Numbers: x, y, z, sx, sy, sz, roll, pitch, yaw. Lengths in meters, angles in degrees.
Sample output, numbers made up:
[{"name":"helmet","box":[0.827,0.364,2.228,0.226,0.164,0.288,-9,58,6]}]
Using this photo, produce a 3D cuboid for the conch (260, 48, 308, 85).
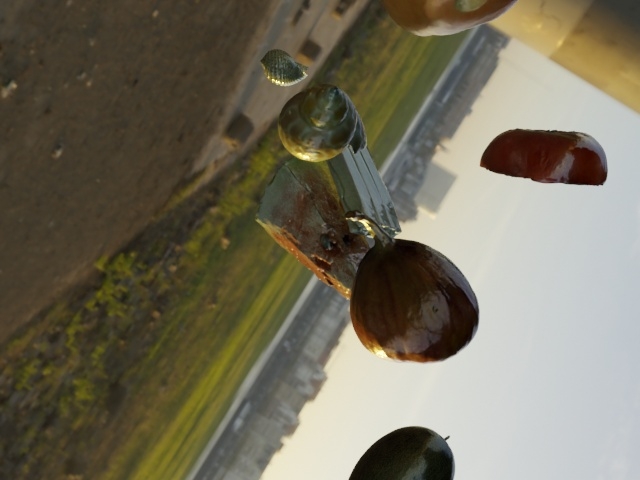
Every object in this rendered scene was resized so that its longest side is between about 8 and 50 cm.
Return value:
[{"name":"conch","box":[-0.070,-0.309,1.651,0.057,0.085,0.076,-58,178,-20]}]

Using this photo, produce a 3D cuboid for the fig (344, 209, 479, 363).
[{"name":"fig","box":[0.103,0.061,1.120,0.148,0.202,0.149,-19,166,-32]}]

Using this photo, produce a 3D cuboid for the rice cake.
[{"name":"rice cake","box":[0.053,-0.098,1.368,0.038,0.211,0.124,-34,154,25]}]

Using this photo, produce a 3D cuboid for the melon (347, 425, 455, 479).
[{"name":"melon","box":[0.105,0.302,1.153,0.167,0.114,0.114,-37,173,-15]}]

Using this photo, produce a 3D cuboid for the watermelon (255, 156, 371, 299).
[{"name":"watermelon","box":[0.000,0.000,1.352,0.094,0.241,0.154,-12,143,-51]}]

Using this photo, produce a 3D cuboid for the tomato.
[{"name":"tomato","box":[0.392,-0.153,1.582,0.225,0.225,0.085,-52,147,-73]}]

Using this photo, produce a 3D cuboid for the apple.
[{"name":"apple","box":[0.177,-0.383,1.145,0.242,0.242,0.241,-55,144,-60]}]

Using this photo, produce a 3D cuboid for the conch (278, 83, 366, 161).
[{"name":"conch","box":[0.002,-0.159,1.215,0.173,0.116,0.106,-5,112,-62]}]
